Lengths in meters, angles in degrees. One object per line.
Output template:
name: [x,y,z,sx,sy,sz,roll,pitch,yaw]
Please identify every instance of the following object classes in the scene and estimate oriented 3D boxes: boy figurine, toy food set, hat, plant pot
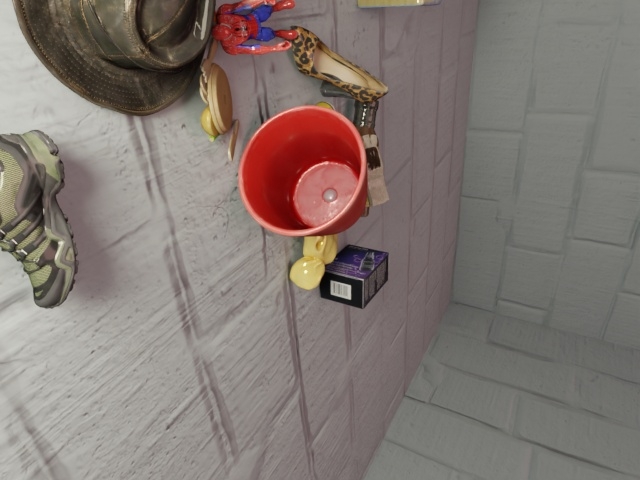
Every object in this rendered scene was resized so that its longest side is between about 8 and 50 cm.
boy figurine: [0.000,0.000,1.243,0.177,0.092,0.285,36,70,-61]
toy food set: [-0.190,-0.249,0.804,0.192,0.039,0.132,83,6,-50]
hat: [-0.225,-0.336,0.614,0.331,0.134,0.331,-29,125,-51]
plant pot: [-0.009,-0.126,1.010,0.243,0.275,0.274,29,75,-72]

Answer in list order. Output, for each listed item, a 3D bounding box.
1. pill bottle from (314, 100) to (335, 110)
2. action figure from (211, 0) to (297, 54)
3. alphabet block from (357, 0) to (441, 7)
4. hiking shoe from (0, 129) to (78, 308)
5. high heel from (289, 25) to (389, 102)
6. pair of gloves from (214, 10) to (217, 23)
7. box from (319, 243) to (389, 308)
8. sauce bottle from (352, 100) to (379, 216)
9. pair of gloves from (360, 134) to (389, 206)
pill bottle: [-0.014,-0.297,1.116,0.116,0.065,0.065,-47,140,-44]
action figure: [-0.087,-0.396,0.822,0.280,0.139,0.091,-50,140,-52]
alphabet block: [0.223,-0.752,1.236,0.192,0.194,0.197,-41,136,-52]
hiking shoe: [-0.374,-0.018,0.548,0.114,0.086,0.226,-16,110,-45]
high heel: [0.049,-0.414,1.051,0.261,0.186,0.093,34,71,-61]
pair of gloves: [-0.202,-0.416,0.764,0.074,0.010,0.083,-15,113,-57]
box: [0.112,0.109,1.437,0.207,0.153,0.108,-39,134,-52]
sauce bottle: [0.114,-0.243,1.335,0.111,0.112,0.344,-15,114,-60]
pair of gloves: [0.083,-0.181,1.214,0.240,0.042,0.204,-14,90,-33]
